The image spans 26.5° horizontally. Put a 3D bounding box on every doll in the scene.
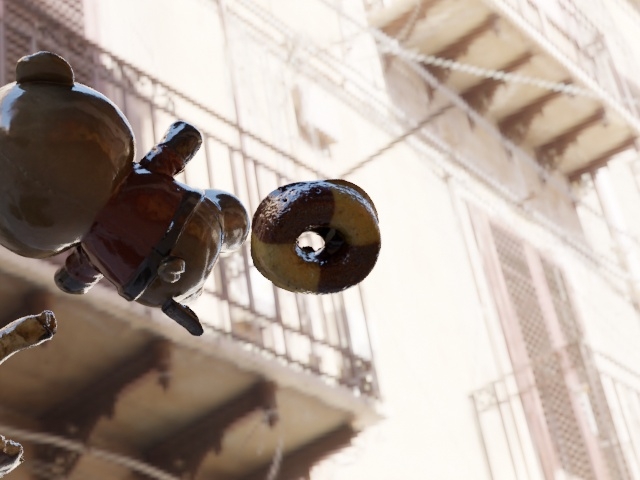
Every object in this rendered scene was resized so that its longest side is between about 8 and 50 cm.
[{"bbox_3d":[-0.237,-0.037,1.465,0.330,0.174,0.235,33,-74,-15],"label":"doll"}]

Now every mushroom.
[{"bbox_3d":[-0.560,0.270,2.192,0.233,0.301,0.208,6,-54,21],"label":"mushroom"}]

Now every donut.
[{"bbox_3d":[0.000,0.000,1.821,0.184,0.073,0.166,8,-77,-18],"label":"donut"}]
